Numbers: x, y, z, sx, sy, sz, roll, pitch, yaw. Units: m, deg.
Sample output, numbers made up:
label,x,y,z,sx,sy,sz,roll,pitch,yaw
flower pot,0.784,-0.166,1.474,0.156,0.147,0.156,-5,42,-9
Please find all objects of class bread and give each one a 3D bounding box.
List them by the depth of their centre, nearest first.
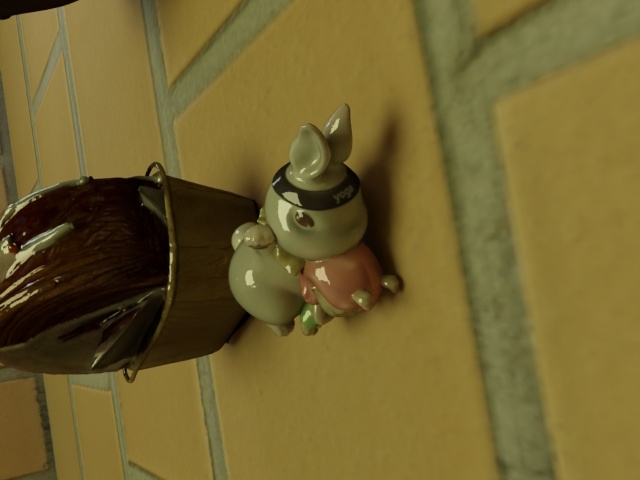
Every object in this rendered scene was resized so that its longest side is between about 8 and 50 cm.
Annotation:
label,x,y,z,sx,sy,sz,roll,pitch,yaw
bread,-0.160,0.040,0.656,0.224,0.211,0.142,126,135,-54

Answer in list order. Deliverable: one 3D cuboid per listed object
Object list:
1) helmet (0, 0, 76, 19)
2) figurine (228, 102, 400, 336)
label,x,y,z,sx,sy,sz,roll,pitch,yaw
helmet,-0.266,-0.356,0.777,0.338,0.197,0.271,-97,1,-66
figurine,0.007,-0.004,0.479,0.098,0.081,0.146,35,141,-3
